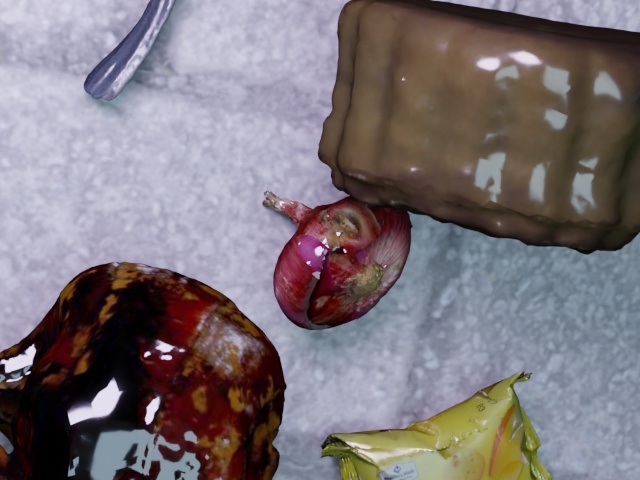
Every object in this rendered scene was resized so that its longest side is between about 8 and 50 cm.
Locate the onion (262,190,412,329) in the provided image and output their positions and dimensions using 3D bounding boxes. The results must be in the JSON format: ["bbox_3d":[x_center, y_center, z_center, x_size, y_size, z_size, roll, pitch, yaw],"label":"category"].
[{"bbox_3d":[0.000,0.000,1.741,0.150,0.140,0.150,-37,153,-22],"label":"onion"}]

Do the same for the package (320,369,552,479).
[{"bbox_3d":[0.124,0.228,1.830,0.226,0.090,0.168,-21,106,-12],"label":"package"}]

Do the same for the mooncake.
[{"bbox_3d":[0.165,-0.107,1.654,0.324,0.324,0.187,6,103,-21],"label":"mooncake"}]

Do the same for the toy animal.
[{"bbox_3d":[-0.078,-0.291,1.657,0.206,0.081,0.367,7,107,-25],"label":"toy animal"}]

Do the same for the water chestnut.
[{"bbox_3d":[-0.171,0.160,1.621,0.244,0.289,0.289,15,97,-47],"label":"water chestnut"}]
